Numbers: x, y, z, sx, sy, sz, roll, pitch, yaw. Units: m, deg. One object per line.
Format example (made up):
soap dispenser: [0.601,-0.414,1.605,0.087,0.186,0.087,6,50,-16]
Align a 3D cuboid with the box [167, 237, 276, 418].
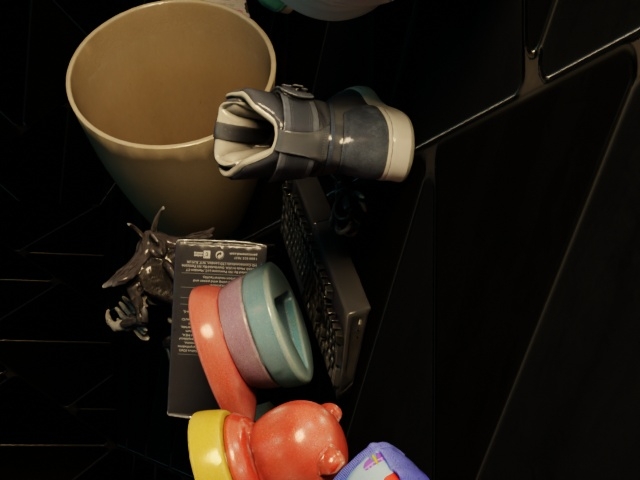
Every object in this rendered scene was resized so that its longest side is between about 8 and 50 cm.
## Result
box: [-0.115,0.102,1.519,0.153,0.108,0.207,23,-109,-88]

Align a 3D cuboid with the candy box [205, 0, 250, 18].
candy box: [-0.144,-0.247,1.827,0.196,0.070,0.165,-105,23,-49]

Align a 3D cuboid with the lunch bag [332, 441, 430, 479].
lunch bag: [0.037,0.302,0.899,0.293,0.138,0.221,-66,31,19]

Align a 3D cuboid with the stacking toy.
stacking toy: [-0.022,0.188,1.287,0.309,0.130,0.279,-99,-14,-48]

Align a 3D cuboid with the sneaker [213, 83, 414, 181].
sneaker: [-0.023,-0.101,1.176,0.226,0.163,0.086,-147,59,-75]

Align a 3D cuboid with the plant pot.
plant pot: [-0.173,-0.125,1.657,0.274,0.256,0.256,84,177,-53]

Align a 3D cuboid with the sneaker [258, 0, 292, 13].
sneaker: [-0.057,-0.403,1.429,0.108,0.121,0.302,-111,28,-57]

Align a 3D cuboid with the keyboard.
keyboard: [0.000,0.000,1.326,0.317,0.033,0.202,-113,29,-56]

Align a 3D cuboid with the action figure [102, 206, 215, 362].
action figure: [-0.196,0.080,1.661,0.141,0.164,0.276,18,132,56]

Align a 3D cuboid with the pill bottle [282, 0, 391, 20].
pill bottle: [0.042,-0.270,0.957,0.283,0.160,0.160,150,121,-72]
